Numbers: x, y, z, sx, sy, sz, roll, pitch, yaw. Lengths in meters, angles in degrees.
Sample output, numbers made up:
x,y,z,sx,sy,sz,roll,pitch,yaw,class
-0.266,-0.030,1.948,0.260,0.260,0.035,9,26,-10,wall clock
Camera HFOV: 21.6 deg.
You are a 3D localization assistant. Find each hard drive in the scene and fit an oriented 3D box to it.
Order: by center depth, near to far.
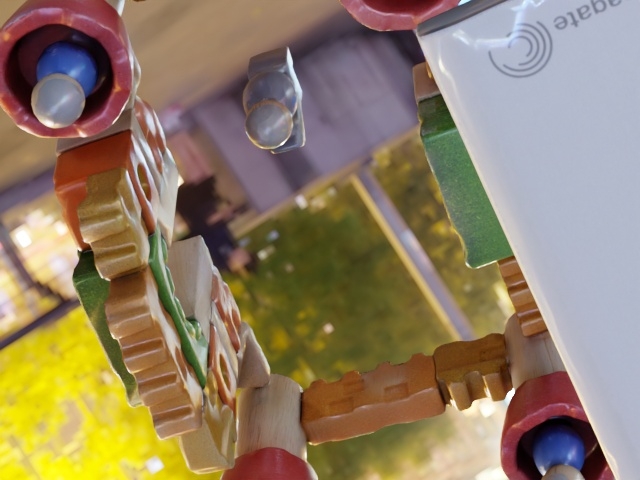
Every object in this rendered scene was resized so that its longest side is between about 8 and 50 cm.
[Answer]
x,y,z,sx,sy,sz,roll,pitch,yaw,class
0.222,0.014,0.779,0.233,0.353,0.047,-23,-167,10,hard drive

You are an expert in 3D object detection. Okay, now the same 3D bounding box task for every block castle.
x,y,z,sx,sy,sz,roll,pitch,yaw,class
0.000,0.000,1.084,0.303,0.453,0.213,-16,-150,9,block castle
